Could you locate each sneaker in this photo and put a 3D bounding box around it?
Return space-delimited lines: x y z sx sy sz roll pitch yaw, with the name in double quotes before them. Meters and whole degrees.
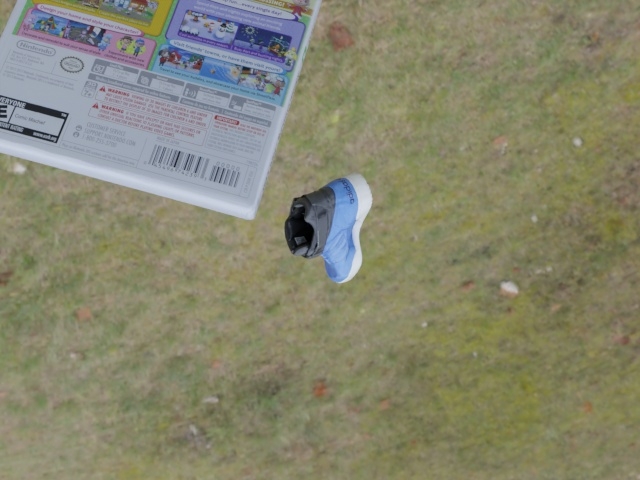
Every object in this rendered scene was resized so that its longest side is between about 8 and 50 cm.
"sneaker" 0.000 -0.001 0.836 0.084 0.058 0.152 -21 149 -23

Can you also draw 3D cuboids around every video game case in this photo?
"video game case" -0.123 -0.130 0.595 0.212 0.193 0.023 15 161 1
